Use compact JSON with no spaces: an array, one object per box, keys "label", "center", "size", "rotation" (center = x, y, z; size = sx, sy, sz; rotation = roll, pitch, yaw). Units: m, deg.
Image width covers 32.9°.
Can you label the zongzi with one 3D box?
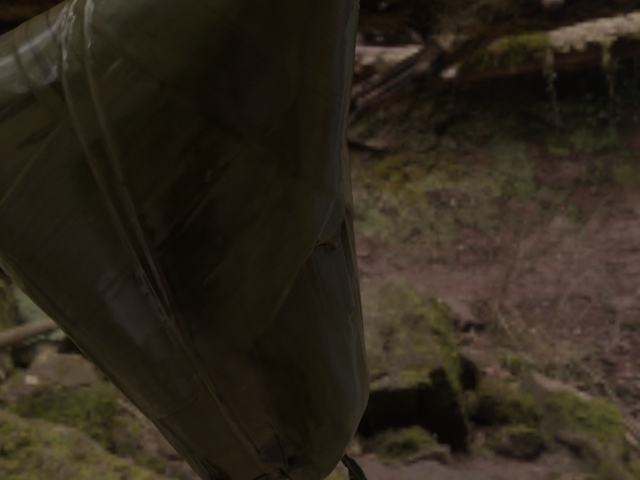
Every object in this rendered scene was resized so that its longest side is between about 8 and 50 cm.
[{"label":"zongzi","center":[0.000,0.000,0.677],"size":[0.418,0.447,0.181],"rotation":[-32,16,25]}]
